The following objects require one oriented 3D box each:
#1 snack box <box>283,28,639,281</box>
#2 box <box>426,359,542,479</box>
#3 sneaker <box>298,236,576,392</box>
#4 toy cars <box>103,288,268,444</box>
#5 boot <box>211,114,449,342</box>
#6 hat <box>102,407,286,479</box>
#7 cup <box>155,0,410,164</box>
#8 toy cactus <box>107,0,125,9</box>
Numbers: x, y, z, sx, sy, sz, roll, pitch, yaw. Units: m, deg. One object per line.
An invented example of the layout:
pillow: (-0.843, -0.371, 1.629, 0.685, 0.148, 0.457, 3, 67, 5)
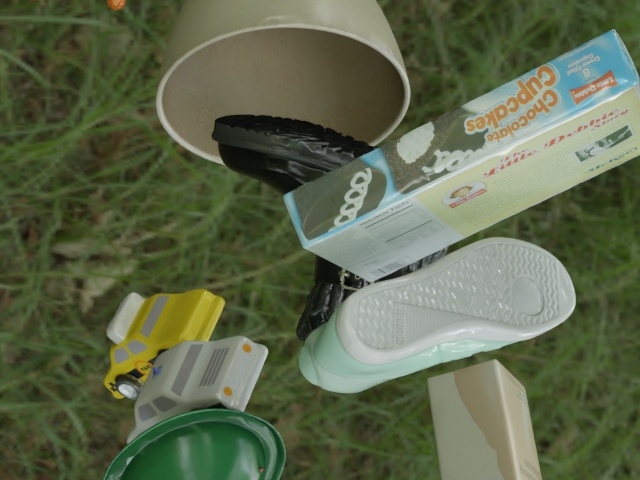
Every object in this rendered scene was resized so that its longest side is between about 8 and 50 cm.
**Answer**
snack box: (0.146, -0.067, 1.195, 0.187, 0.321, 0.060, 30, 37, -67)
box: (0.259, 0.356, 1.978, 0.148, 0.121, 0.311, 42, 35, -53)
sneaker: (0.099, 0.071, 1.188, 0.255, 0.151, 0.094, -10, 75, -29)
toy cars: (-0.171, 0.127, 1.403, 0.087, 0.393, 0.176, 39, 89, -19)
boot: (0.000, 0.001, 1.647, 0.131, 0.347, 0.260, -39, 148, -73)
hat: (-0.090, 0.264, 1.126, 0.208, 0.183, 0.173, 20, 113, -39)
cup: (-0.053, -0.278, 1.756, 0.331, 0.331, 0.237, 33, 45, -48)
toy cactus: (-0.297, -0.330, 1.461, 0.180, 0.219, 0.112, 32, 62, -49)
